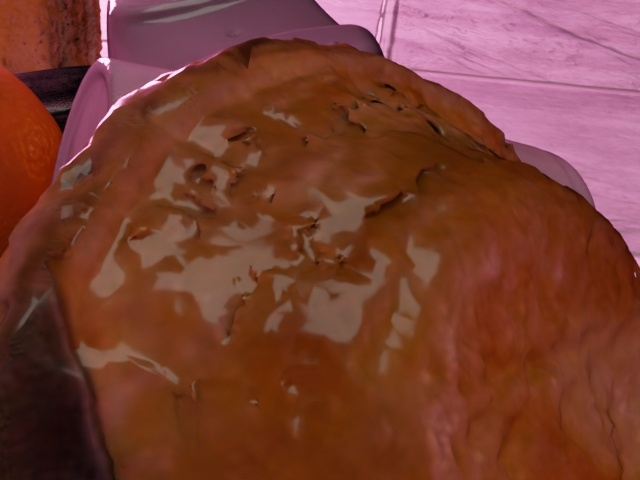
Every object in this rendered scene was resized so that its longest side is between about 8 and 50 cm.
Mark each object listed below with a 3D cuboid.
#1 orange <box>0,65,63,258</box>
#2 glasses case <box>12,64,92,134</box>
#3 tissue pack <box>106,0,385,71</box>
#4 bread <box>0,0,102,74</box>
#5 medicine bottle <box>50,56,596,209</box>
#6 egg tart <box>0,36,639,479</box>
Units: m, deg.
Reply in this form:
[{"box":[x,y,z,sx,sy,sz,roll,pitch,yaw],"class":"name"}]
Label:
[{"box":[-0.329,-0.042,0.867,0.246,0.246,0.246,3,33,-2],"class":"orange"},{"box":[-0.314,-0.138,1.148,0.314,0.075,0.122,-14,35,-24],"class":"glasses case"},{"box":[-0.069,-0.113,1.007,0.229,0.236,0.333,-19,38,-16],"class":"tissue pack"},{"box":[-0.349,-0.298,1.283,0.138,0.196,0.102,15,31,25],"class":"bread"},{"box":[0.000,0.000,0.764,0.371,0.211,0.211,10,29,-24],"class":"medicine bottle"},{"box":[0.051,0.102,0.523,0.178,0.443,0.443,-13,14,47],"class":"egg tart"}]
